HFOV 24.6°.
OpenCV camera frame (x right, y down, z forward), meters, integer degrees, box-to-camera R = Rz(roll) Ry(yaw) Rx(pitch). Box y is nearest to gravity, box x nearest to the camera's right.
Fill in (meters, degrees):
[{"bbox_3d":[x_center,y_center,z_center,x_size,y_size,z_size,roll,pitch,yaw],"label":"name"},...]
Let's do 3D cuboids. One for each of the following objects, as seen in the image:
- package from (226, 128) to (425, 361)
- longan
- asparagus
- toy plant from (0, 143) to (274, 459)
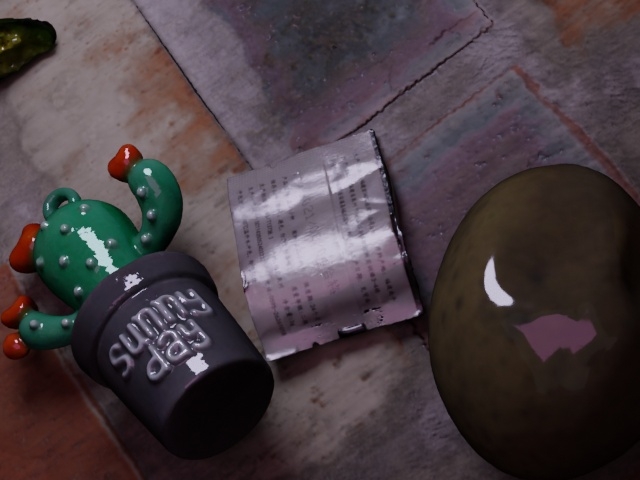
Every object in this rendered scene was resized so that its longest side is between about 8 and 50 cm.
[{"bbox_3d":[0.000,0.000,1.762,0.204,0.062,0.251,-17,68,5],"label":"package"},{"bbox_3d":[0.251,0.087,1.583,0.288,0.288,0.350,-2,64,11],"label":"longan"},{"bbox_3d":[-0.538,-0.234,1.909,0.382,0.128,0.108,-2,111,10],"label":"asparagus"},{"bbox_3d":[-0.217,0.067,1.724,0.400,0.185,0.279,44,120,36],"label":"toy plant"}]
